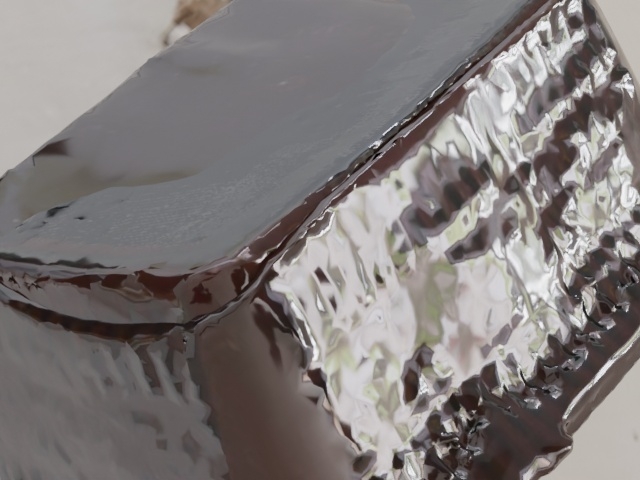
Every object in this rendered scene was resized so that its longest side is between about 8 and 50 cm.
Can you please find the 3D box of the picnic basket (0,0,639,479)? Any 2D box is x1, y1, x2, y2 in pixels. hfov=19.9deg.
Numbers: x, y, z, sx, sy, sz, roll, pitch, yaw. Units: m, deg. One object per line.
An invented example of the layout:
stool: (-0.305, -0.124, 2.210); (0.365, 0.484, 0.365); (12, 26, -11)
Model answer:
picnic basket: (0.000, 0.000, 0.661); (0.222, 0.297, 0.129); (8, -52, 39)
